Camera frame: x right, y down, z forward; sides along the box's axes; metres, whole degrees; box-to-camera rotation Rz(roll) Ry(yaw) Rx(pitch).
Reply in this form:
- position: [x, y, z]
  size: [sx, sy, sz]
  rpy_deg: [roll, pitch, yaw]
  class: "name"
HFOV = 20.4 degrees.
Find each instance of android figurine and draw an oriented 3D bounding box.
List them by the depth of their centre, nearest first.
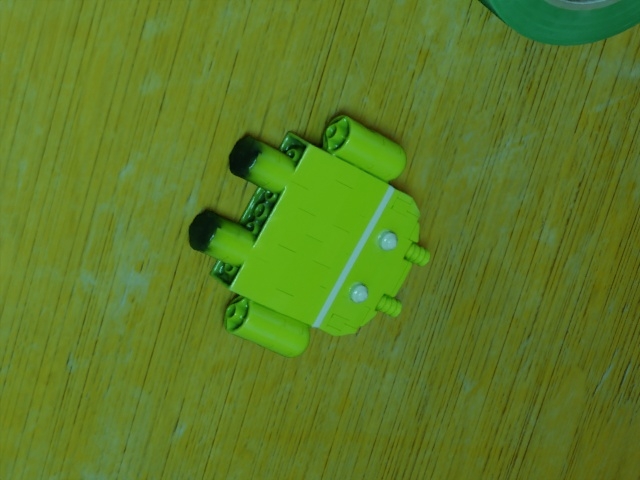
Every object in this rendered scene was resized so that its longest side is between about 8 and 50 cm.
- position: [0.000, 0.000, 1.798]
  size: [0.273, 0.056, 0.248]
  rpy_deg: [28, 94, -38]
  class: "android figurine"

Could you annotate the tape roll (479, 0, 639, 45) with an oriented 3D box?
- position: [0.274, -0.352, 1.770]
  size: [0.321, 0.077, 0.321]
  rpy_deg: [-18, 131, -23]
  class: "tape roll"
